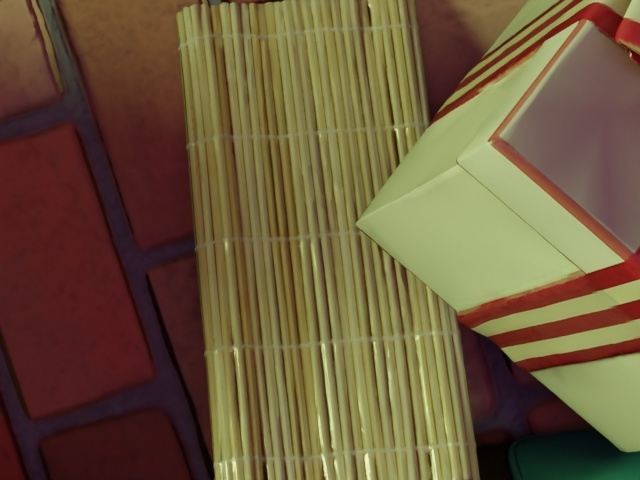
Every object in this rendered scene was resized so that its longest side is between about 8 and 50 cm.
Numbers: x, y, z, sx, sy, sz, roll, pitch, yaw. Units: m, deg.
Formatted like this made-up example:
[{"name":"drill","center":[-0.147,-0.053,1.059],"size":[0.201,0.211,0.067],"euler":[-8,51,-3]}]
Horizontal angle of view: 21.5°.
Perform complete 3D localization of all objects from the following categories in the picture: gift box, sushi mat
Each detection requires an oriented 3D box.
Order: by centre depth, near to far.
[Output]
[{"name":"gift box","center":[0.201,-0.062,0.901],"size":[0.255,0.258,0.276],"euler":[36,74,-9]},{"name":"sushi mat","center":[0.000,0.000,1.003],"size":[0.151,0.019,0.316],"euler":[-6,73,-1]}]

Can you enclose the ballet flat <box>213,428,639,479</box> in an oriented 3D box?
[{"name":"ballet flat","center":[0.108,0.178,1.025],"size":[0.349,0.123,0.123],"euler":[-1,93,-1]}]
